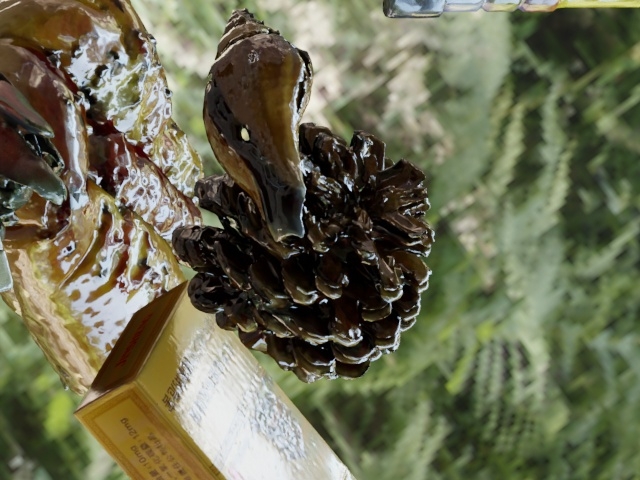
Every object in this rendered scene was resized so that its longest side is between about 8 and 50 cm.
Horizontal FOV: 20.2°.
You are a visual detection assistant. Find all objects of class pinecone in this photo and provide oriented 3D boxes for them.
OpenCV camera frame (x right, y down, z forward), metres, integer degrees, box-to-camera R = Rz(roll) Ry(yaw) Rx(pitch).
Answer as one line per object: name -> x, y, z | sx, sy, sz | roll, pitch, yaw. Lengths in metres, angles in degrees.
pinecone -> 0.000, 0.000, 1.491 | 0.221, 0.221, 0.221 | -37, -179, 1

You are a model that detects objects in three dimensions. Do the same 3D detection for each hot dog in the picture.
hot dog -> -0.244, -0.085, 1.812 | 0.196, 0.365, 0.367 | -12, -136, 19

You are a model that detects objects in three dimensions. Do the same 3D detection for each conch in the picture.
conch -> -0.051, -0.101, 1.396 | 0.086, 0.080, 0.232 | -19, -136, 29

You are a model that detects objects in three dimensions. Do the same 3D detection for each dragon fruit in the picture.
dragon fruit -> -0.304, -0.073, 1.383 | 0.182, 0.188, 0.182 | -27, 176, -2

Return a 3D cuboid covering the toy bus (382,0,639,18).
toy bus -> 0.085, -0.323, 1.077 | 0.249, 0.209, 0.440 | -3, -145, -17

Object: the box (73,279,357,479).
box -> -0.078, 0.190, 1.561 | 0.076, 0.274, 0.174 | -31, -163, 26

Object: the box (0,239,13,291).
box -> -0.205, 0.020, 0.878 | 0.079, 0.035, 0.083 | -11, -177, 42
